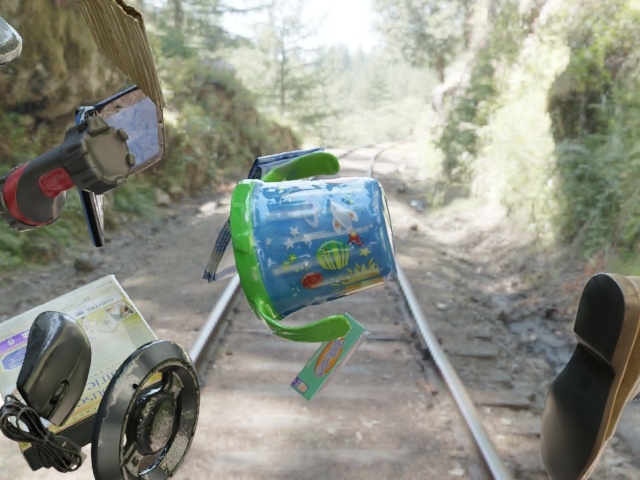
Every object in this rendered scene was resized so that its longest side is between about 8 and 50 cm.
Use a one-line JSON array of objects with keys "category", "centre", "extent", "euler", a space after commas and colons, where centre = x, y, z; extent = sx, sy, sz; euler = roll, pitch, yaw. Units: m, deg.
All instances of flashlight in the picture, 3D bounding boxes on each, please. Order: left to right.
[{"category": "flashlight", "centre": [-0.368, -0.082, 1.094], "extent": [0.103, 0.103, 0.304], "euler": [27, -25, -37]}]

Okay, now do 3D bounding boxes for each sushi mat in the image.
[{"category": "sushi mat", "centre": [-0.277, -0.282, 1.044], "extent": [0.151, 0.019, 0.316], "euler": [45, -11, 3]}]

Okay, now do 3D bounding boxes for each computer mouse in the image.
[{"category": "computer mouse", "centre": [-0.424, 0.224, 1.253], "extent": [0.072, 0.188, 0.272], "euler": [-19, 45, 12]}]

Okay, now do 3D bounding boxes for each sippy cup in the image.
[{"category": "sippy cup", "centre": [0.000, 0.000, 1.207], "extent": [0.224, 0.305, 0.240], "euler": [-10, -3, 11]}]

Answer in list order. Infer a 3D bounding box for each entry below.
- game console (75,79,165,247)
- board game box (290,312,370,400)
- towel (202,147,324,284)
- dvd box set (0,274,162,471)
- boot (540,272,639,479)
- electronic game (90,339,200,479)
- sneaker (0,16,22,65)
[{"category": "game console", "centre": [-0.411, -0.158, 1.612], "extent": [0.174, 0.250, 0.293], "euler": [-4, -28, -10]}, {"category": "board game box", "centre": [0.023, 0.215, 1.409], "extent": [0.047, 0.160, 0.210], "euler": [38, -2, 11]}, {"category": "towel", "centre": [-0.106, -0.048, 1.466], "extent": [0.034, 0.285, 0.209], "euler": [41, 32, 21]}, {"category": "dvd box set", "centre": [-0.483, 0.239, 1.524], "extent": [0.308, 0.062, 0.420], "euler": [-27, 36, -21]}, {"category": "boot", "centre": [0.353, 0.181, 0.920], "extent": [0.115, 0.305, 0.112], "euler": [1, 28, -18]}, {"category": "electronic game", "centre": [-0.236, 0.251, 1.058], "extent": [0.048, 0.229, 0.229], "euler": [7, 10, 23]}, {"category": "sneaker", "centre": [-0.565, -0.395, 1.115], "extent": [0.296, 0.123, 0.178], "euler": [31, -39, -8]}]
